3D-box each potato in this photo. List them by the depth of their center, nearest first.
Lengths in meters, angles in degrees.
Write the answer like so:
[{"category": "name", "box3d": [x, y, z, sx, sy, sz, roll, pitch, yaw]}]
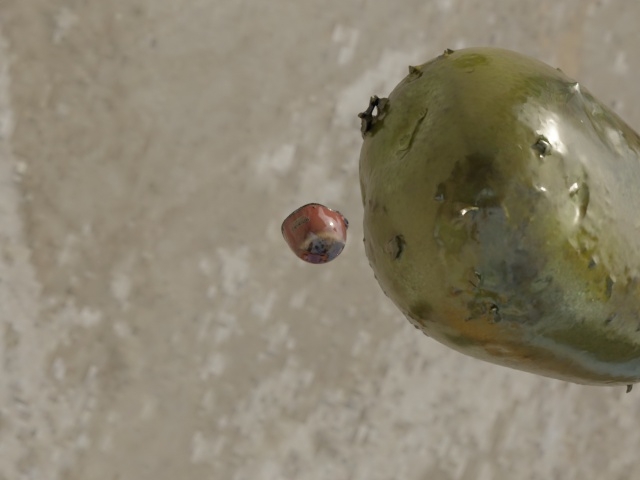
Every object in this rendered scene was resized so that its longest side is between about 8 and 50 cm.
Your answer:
[{"category": "potato", "box3d": [0.184, -0.013, 1.563, 0.359, 0.219, 0.270, 26, 42, -38]}]

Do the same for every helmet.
[{"category": "helmet", "box3d": [0.001, 0.001, 1.972, 0.065, 0.049, 0.084, -40, 140, 21]}]
